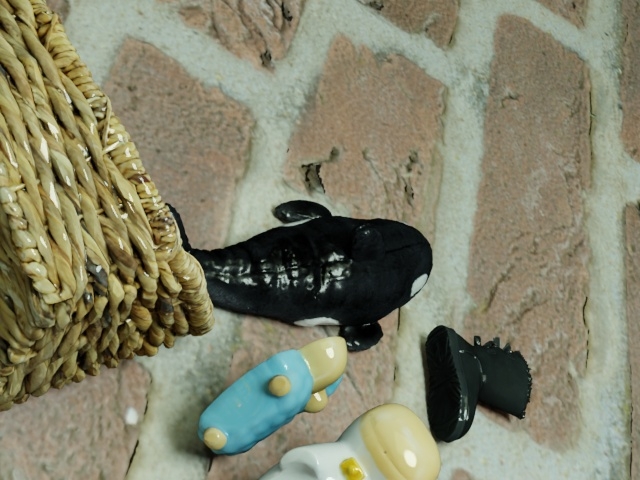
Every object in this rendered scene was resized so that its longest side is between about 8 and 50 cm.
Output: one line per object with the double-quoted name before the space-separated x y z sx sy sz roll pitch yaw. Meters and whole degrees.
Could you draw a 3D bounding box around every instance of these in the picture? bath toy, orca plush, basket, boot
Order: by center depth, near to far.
"basket" -0.188 -0.068 0.898 0.223 0.213 0.299 -19 69 -41
"bath toy" 0.052 0.242 0.927 0.348 0.151 0.129 61 7 18
"orca plush" 0.000 0.000 1.100 0.287 0.102 0.151 14 48 -32
"boot" 0.143 0.135 1.157 0.099 0.045 0.121 24 43 -28
